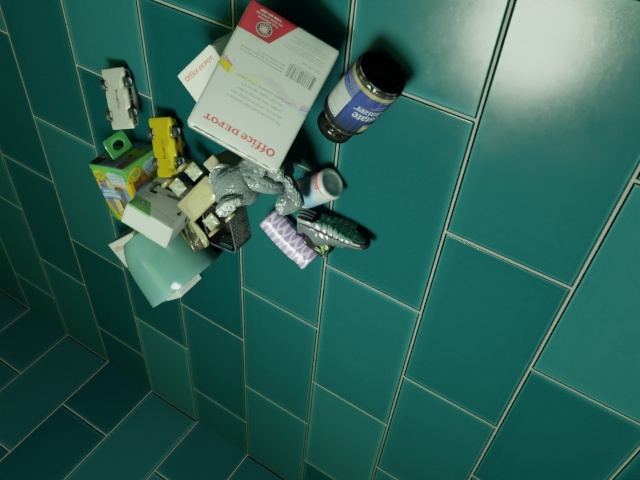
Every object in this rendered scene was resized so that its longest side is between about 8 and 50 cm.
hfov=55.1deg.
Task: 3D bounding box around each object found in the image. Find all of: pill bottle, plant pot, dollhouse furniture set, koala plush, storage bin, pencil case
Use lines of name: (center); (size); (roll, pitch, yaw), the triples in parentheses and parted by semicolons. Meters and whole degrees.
pill bottle: (-0.020, -0.137, 1.684); (0.160, 0.087, 0.087); (-16, 113, 46)
plant pot: (-0.543, 0.054, 2.148); (0.235, 0.293, 0.293); (52, 141, -7)
dollhouse furniture set: (-0.328, -0.149, 1.798); (0.242, 0.161, 0.212); (-40, 96, 21)
koala plush: (-0.187, -0.160, 1.602); (0.221, 0.196, 0.203); (-23, 141, 7)
storage bin: (-0.308, -0.063, 2.001); (0.122, 0.084, 0.180); (20, 135, 27)
pill bottle: (0.084, -0.318, 1.403); (0.123, 0.123, 0.219); (46, 142, -3)
pencil case: (-0.096, -0.007, 1.873); (0.206, 0.086, 0.088); (48, 175, -3)

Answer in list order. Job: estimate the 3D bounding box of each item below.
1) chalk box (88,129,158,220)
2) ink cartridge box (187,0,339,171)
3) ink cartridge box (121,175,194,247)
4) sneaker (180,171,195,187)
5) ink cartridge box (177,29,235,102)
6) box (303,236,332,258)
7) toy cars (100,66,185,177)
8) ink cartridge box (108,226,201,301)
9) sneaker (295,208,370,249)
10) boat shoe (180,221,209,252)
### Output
chalk box: (-0.627, -0.221, 2.053); (0.179, 0.180, 0.288); (14, 134, 32)
ink cartridge box: (-0.132, -0.338, 1.379); (0.226, 0.306, 0.131); (29, -179, -13)
ink cartridge box: (-0.485, -0.104, 1.915); (0.160, 0.219, 0.092); (31, 131, -1)
sneaker: (-0.454, -0.206, 2.013); (0.082, 0.069, 0.209); (-4, 124, 34)
ink cartridge box: (-0.199, -0.387, 1.544); (0.171, 0.168, 0.232); (-20, 111, 47)
box: (0.000, 0.000, 1.819); (0.083, 0.052, 0.062); (36, 140, 10)
toy cars: (-0.541, -0.370, 1.917); (0.393, 0.087, 0.176); (47, 115, 0)
ink cartridge box: (-0.642, 0.080, 2.378); (0.223, 0.129, 0.307); (-17, 113, 49)
sneaker: (0.034, -0.014, 1.742); (0.224, 0.083, 0.098); (25, 134, 13)
boat shoe: (-0.461, -0.055, 2.039); (0.223, 0.073, 0.080); (50, 153, 4)
